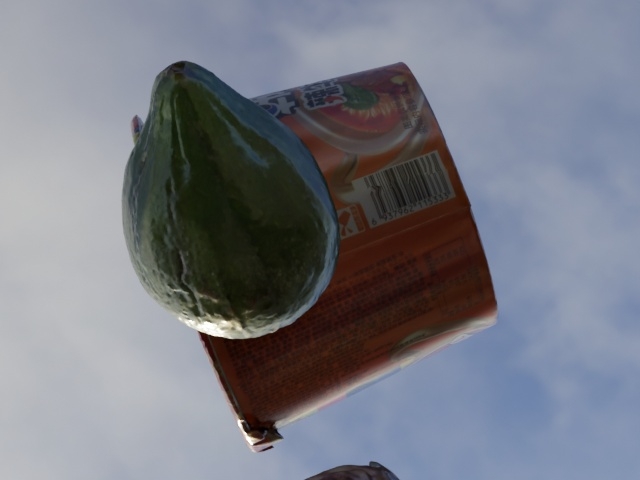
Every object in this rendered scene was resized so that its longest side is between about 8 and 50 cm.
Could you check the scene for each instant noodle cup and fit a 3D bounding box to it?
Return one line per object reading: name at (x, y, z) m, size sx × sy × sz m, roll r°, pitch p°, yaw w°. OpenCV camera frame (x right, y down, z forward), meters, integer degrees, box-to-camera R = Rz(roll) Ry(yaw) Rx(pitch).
instant noodle cup at (0.000, 0.000, 1.164) m, size 0.192 × 0.250 × 0.250 m, roll -20°, pitch -44°, yaw -1°

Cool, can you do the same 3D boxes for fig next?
fig at (-0.052, -0.030, 0.939) m, size 0.123 × 0.123 × 0.156 m, roll -21°, pitch -49°, yaw -20°

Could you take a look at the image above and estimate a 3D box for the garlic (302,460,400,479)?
garlic at (0.028, 0.233, 0.835) m, size 0.245 × 0.160 × 0.245 m, roll 0°, pitch -89°, yaw -17°
